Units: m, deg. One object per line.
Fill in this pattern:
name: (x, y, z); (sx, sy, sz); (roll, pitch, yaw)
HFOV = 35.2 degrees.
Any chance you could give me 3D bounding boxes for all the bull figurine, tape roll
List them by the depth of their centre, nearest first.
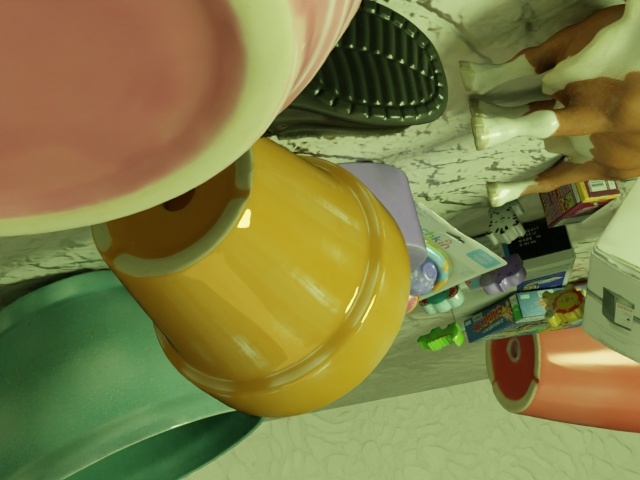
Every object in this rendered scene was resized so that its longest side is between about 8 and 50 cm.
bull figurine: (0.199, -0.106, 0.714); (0.188, 0.101, 0.310); (-12, 163, 10)
tape roll: (0.000, 0.000, 0.948); (0.189, 0.080, 0.189); (-13, 164, -4)

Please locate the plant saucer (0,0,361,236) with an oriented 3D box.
plant saucer: (-0.136, -0.093, 0.386); (0.332, 0.084, 0.332); (-8, 154, -4)

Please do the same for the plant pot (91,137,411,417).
plant pot: (-0.061, 0.006, 0.739); (0.205, 0.205, 0.188); (-19, 149, 18)

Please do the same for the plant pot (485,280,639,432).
plant pot: (0.424, 0.186, 1.679); (0.243, 0.274, 0.275); (2, 160, -16)

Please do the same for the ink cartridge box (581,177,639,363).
ink cartridge box: (0.358, 0.018, 1.077); (0.158, 0.092, 0.218); (-54, 157, -16)

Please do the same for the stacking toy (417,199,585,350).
stacking toy: (0.176, 0.055, 1.178); (0.221, 0.052, 0.167); (-21, 126, 27)

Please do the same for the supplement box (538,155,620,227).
supplement box: (0.260, -0.053, 1.026); (0.043, 0.055, 0.083); (-8, 164, -18)

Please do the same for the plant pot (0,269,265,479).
plant pot: (-0.229, 0.153, 1.019); (0.293, 0.196, 0.293); (-26, 163, -8)

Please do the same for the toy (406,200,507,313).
toy: (0.071, 0.047, 1.120); (0.137, 0.056, 0.237); (31, 146, -27)

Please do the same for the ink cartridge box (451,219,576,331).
ink cartridge box: (0.251, 0.054, 1.379); (0.165, 0.065, 0.332); (-15, 163, 5)

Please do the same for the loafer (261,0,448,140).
loafer: (-0.030, -0.099, 0.602); (0.220, 0.080, 0.078); (3, 163, -21)

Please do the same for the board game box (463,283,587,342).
board game box: (0.320, 0.099, 1.411); (0.201, 0.035, 0.136); (-5, 162, -28)
